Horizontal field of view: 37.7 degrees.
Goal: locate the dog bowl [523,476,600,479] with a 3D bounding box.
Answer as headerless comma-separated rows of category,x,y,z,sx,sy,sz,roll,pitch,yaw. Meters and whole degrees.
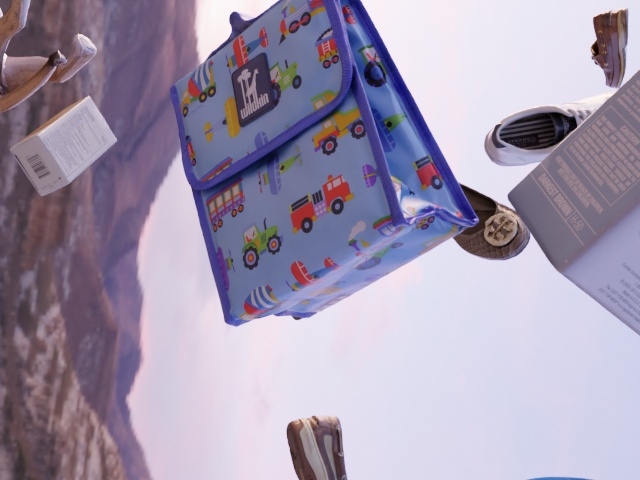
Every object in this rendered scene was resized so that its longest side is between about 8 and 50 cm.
dog bowl,0.263,0.301,0.877,0.297,0.165,0.074,-15,109,-81

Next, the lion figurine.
lion figurine,-0.452,-0.277,1.226,0.240,0.142,0.392,-41,-130,15

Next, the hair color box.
hair color box,0.350,-0.089,0.712,0.374,0.185,0.114,-45,-147,18

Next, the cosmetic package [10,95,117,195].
cosmetic package,-0.266,-0.100,0.978,0.060,0.041,0.115,61,26,-17

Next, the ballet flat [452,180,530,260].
ballet flat,0.195,-0.047,1.305,0.084,0.058,0.250,-43,-141,-3

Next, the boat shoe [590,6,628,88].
boat shoe,0.489,-0.325,1.589,0.178,0.060,0.064,65,32,-57

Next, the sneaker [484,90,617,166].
sneaker,0.364,-0.156,1.330,0.091,0.258,0.094,25,50,-84

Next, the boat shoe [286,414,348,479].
boat shoe,0.025,0.392,1.428,0.095,0.095,0.258,160,-83,-71

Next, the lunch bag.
lunch bag,-0.020,-0.097,0.900,0.221,0.138,0.293,-32,-109,33

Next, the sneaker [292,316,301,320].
sneaker,0.000,0.000,1.085,0.109,0.130,0.286,-42,-178,-35
